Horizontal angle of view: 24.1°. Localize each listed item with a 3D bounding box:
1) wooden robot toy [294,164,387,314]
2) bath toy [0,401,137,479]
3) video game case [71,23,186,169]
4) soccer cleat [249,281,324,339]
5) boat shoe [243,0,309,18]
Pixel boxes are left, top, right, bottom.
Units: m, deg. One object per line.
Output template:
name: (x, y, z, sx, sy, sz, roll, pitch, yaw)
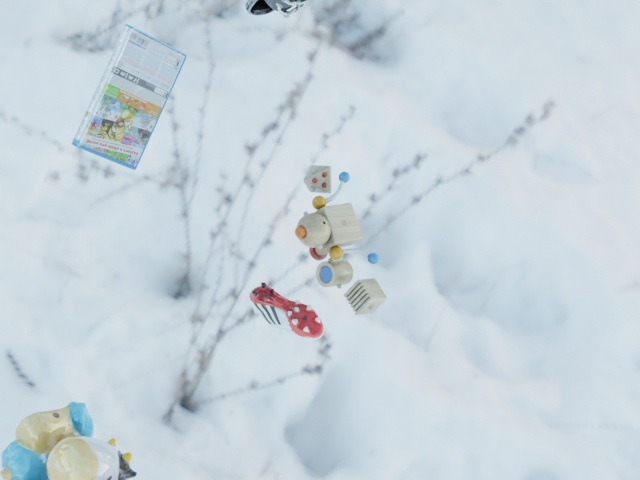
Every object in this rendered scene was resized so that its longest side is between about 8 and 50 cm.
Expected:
wooden robot toy: (0.000, 0.000, 1.559, 0.079, 0.076, 0.173, -7, 73, -48)
bath toy: (-0.201, 0.311, 1.571, 0.129, 0.151, 0.348, -27, 48, -28)
video game case: (-0.244, -0.181, 1.924, 0.015, 0.166, 0.119, 25, 2, 34)
soccer cleat: (-0.029, 0.068, 1.332, 0.083, 0.036, 0.029, 29, 54, 27)
boat shoe: (-0.023, -0.249, 1.468, 0.075, 0.065, 0.206, -2, 9, -26)
